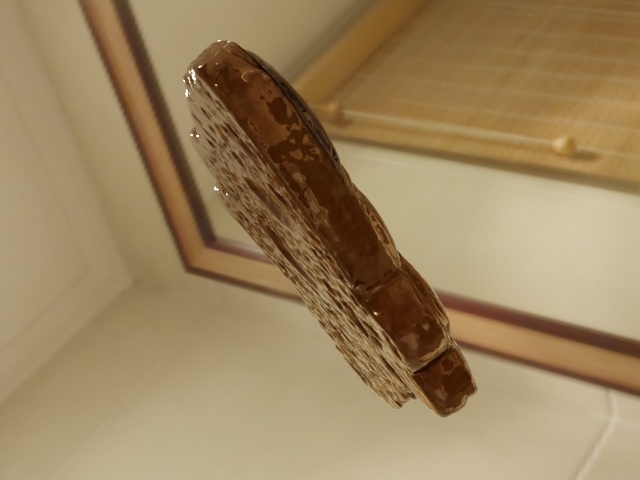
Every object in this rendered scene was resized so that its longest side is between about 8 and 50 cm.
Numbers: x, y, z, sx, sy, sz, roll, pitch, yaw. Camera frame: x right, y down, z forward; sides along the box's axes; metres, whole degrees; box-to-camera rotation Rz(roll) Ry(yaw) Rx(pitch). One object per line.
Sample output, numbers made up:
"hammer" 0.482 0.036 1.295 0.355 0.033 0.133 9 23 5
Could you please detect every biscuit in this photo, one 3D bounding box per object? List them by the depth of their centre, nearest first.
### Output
"biscuit" 0.000 0.000 0.546 0.043 0.183 0.280 -41 -33 -13
